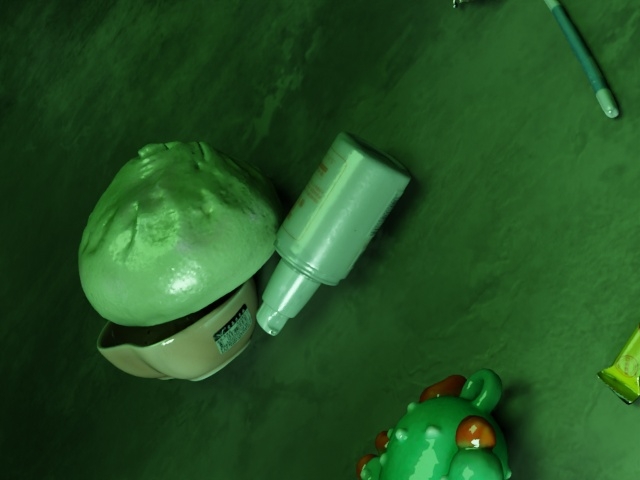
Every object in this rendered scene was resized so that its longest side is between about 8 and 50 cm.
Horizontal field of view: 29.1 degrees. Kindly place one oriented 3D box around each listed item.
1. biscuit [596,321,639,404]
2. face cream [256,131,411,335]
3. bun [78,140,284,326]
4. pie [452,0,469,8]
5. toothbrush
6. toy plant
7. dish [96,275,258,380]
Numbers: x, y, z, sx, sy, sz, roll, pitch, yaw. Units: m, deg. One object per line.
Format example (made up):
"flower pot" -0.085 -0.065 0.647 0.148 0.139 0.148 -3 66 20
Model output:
"biscuit" 0.358 0.026 1.159 0.048 0.026 0.292 37 102 25
"face cream" 0.000 0.000 1.460 0.252 0.101 0.101 -57 45 12
"bun" -0.189 -0.027 1.530 0.283 0.179 0.283 -25 25 12
"pie" 0.202 -0.341 1.426 0.170 0.034 0.092 -60 10 14
"toothbrush" 0.269 -0.239 1.348 0.025 0.019 0.276 -34 53 21
"toy plant" 0.084 0.305 1.203 0.185 0.279 0.400 27 73 10
"dish" -0.165 0.114 1.557 0.213 0.090 0.213 -23 20 9
